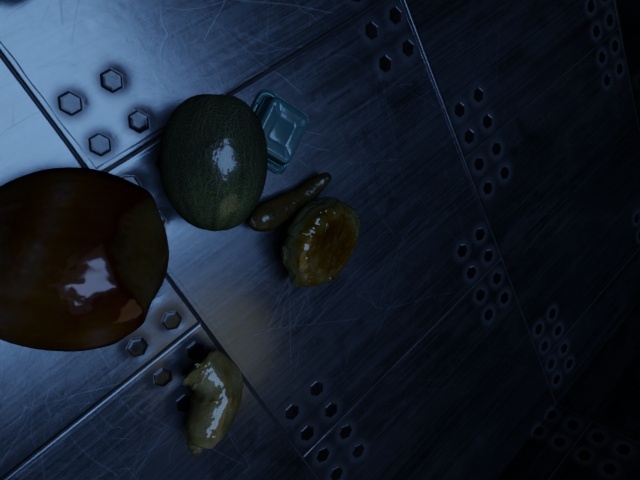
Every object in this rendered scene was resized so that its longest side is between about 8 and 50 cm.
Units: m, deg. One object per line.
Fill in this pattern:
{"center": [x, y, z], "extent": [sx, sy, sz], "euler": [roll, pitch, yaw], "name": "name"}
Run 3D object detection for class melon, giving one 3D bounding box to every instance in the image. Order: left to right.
{"center": [-0.233, -0.168, 1.118], "extent": [0.238, 0.237, 0.301], "euler": [-3, 102, -32], "name": "melon"}

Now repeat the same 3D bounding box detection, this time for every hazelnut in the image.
{"center": [-0.473, 0.040, 0.958], "extent": [0.366, 0.366, 0.365], "euler": [-6, 102, -31], "name": "hazelnut"}

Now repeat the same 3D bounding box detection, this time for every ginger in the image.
{"center": [-0.272, 0.406, 1.263], "extent": [0.152, 0.138, 0.267], "euler": [3, 85, -18], "name": "ginger"}

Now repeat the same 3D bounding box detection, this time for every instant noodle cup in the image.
{"center": [-0.111, -0.276, 1.277], "extent": [0.157, 0.070, 0.179], "euler": [28, 85, -31], "name": "instant noodle cup"}

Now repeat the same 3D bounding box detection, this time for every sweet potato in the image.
{"center": [-0.078, -0.100, 1.329], "extent": [0.273, 0.075, 0.075], "euler": [-33, 115, -26], "name": "sweet potato"}

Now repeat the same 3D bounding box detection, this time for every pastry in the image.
{"center": [-0.003, -0.001, 1.346], "extent": [0.257, 0.121, 0.235], "euler": [-21, 125, -43], "name": "pastry"}
